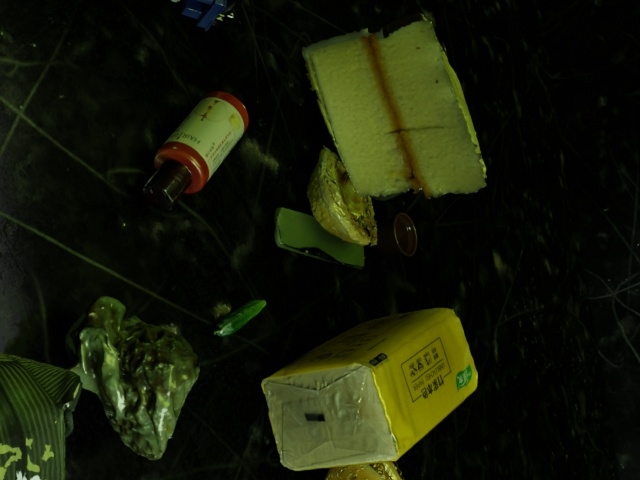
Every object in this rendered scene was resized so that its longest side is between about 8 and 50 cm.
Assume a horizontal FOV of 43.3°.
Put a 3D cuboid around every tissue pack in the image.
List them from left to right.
[{"bbox_3d":[0.110,0.304,1.680,0.382,0.293,0.228,-23,94,-54],"label":"tissue pack"}]

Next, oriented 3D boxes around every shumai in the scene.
[{"bbox_3d":[-0.303,0.209,1.248,0.218,0.256,0.189,31,80,-10],"label":"shumai"}]

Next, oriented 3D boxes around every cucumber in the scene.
[{"bbox_3d":[-0.161,0.153,1.563,0.168,0.039,0.039,-33,107,-54],"label":"cucumber"}]

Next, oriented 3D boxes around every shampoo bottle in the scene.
[{"bbox_3d":[-0.235,-0.161,1.489,0.104,0.104,0.278,56,42,-28],"label":"shampoo bottle"}]

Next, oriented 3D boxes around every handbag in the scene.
[{"bbox_3d":[-0.421,0.301,1.010,0.247,0.240,0.341,-3,85,-49],"label":"handbag"}]

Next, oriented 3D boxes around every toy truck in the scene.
[{"bbox_3d":[-0.224,-0.537,1.592,0.176,0.161,0.213,9,72,-28],"label":"toy truck"}]

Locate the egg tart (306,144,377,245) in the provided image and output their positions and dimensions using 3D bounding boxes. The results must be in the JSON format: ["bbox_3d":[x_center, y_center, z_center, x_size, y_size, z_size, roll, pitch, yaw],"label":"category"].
[{"bbox_3d":[0.042,-0.089,1.828,0.232,0.098,0.252,-13,76,-64],"label":"egg tart"}]

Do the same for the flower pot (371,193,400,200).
[{"bbox_3d":[0.166,-0.194,1.977,0.148,0.235,0.235,-42,116,-27],"label":"flower pot"}]

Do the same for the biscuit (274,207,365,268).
[{"bbox_3d":[0.000,0.000,1.821,0.322,0.038,0.099,16,65,-50],"label":"biscuit"}]

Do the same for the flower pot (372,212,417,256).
[{"bbox_3d":[0.177,-0.008,2.018,0.111,0.089,0.111,20,64,-50],"label":"flower pot"}]

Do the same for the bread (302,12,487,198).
[{"bbox_3d":[0.150,-0.281,1.774,0.242,0.345,0.405,52,29,-40],"label":"bread"}]

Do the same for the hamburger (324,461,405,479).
[{"bbox_3d":[0.086,0.538,1.687,0.118,0.182,0.191,-10,132,-43],"label":"hamburger"}]
